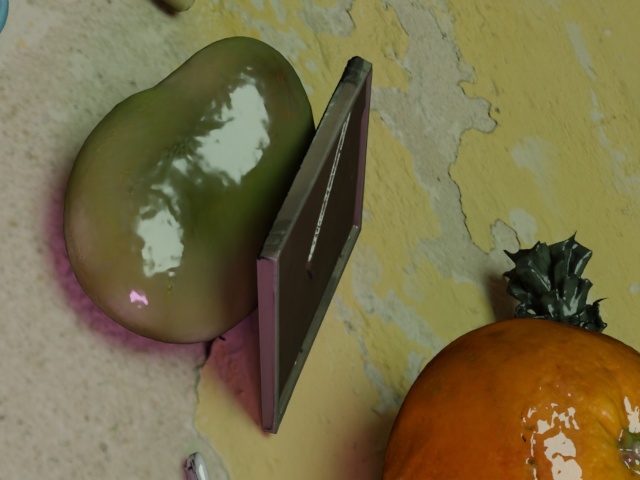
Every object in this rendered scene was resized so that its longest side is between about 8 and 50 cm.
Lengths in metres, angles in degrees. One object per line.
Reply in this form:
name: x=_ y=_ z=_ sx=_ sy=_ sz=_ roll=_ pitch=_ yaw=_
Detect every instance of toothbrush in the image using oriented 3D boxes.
toothbrush: x=-0.067 y=0.245 z=0.944 sx=0.022 sy=0.017 sz=0.204 roll=-2 pitch=66 yaw=-36

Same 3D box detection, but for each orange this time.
orange: x=0.175 y=0.199 z=1.065 sx=0.284 sy=0.226 sz=0.284 roll=22 pitch=52 yaw=-31

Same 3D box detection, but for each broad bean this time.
broad bean: x=-0.097 y=-0.033 z=1.046 sx=0.189 sy=0.121 sz=0.263 roll=47 pitch=54 yaw=-21

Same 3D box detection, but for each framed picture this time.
framed picture: x=0.000 y=0.000 z=1.078 sx=0.023 sy=0.189 sz=0.260 roll=11 pitch=43 yaw=11

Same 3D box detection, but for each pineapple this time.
pineapple: x=0.242 y=0.113 z=1.289 sx=0.128 sy=0.128 sz=0.248 roll=16 pitch=50 yaw=-40

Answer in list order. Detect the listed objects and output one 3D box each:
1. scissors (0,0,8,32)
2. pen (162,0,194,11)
scissors: x=-0.408 y=-0.271 z=0.925 sx=0.447 sy=0.029 sz=0.193 roll=24 pitch=48 yaw=-35
pen: x=-0.194 y=-0.284 z=1.164 sx=0.233 sy=0.032 sz=0.040 roll=45 pitch=16 yaw=-14
